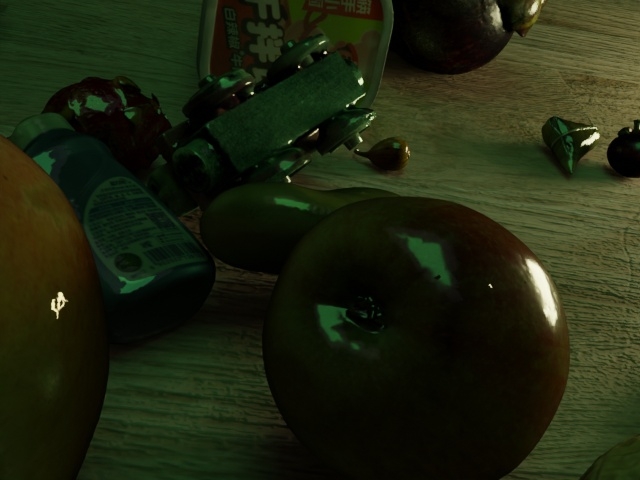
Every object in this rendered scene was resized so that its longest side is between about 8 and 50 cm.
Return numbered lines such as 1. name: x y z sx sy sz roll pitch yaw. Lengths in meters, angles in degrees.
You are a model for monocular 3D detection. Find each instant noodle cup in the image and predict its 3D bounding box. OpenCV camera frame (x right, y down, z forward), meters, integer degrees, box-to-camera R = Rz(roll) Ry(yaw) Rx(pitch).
1. instant noodle cup: -0.056 -0.339 1.332 0.294 0.293 0.307 5 29 -13

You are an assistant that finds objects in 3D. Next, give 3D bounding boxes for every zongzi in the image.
1. zongzi: 0.410 -0.140 1.380 0.104 0.052 0.113 3 49 -25

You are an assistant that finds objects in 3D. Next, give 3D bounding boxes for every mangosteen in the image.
1. mangosteen: 0.230 -0.445 1.515 0.330 0.330 0.330 9 35 -6
2. mangosteen: 0.489 -0.136 1.369 0.081 0.080 0.081 9 35 -6

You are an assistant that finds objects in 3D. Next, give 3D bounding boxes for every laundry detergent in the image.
1. laundry detergent: -0.239 -0.027 0.912 0.143 0.094 0.290 -20 56 -40

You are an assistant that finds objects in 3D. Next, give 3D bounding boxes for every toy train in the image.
1. toy train: -0.078 -0.122 1.042 0.304 0.221 0.150 -37 95 -42

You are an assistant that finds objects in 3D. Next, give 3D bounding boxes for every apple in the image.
1. apple: 0.078 0.087 0.739 0.257 0.256 0.234 32 -4 24
2. apple: -0.304 0.080 0.570 0.339 0.338 0.305 -1 37 -20

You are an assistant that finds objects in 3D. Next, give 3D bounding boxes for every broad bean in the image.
1. broad bean: 0.000 0.000 0.914 0.263 0.121 0.189 2 -6 -42

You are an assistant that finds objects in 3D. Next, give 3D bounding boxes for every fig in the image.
1. fig: 0.086 -0.123 1.248 0.083 0.050 0.050 5 31 18

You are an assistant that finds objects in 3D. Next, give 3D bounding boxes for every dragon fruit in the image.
1. dragon fruit: -0.297 -0.125 1.052 0.246 0.125 0.125 -24 52 -33

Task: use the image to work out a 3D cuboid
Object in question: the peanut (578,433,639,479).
1. peanut: 0.256 0.252 0.706 0.136 0.120 0.298 6 27 34
